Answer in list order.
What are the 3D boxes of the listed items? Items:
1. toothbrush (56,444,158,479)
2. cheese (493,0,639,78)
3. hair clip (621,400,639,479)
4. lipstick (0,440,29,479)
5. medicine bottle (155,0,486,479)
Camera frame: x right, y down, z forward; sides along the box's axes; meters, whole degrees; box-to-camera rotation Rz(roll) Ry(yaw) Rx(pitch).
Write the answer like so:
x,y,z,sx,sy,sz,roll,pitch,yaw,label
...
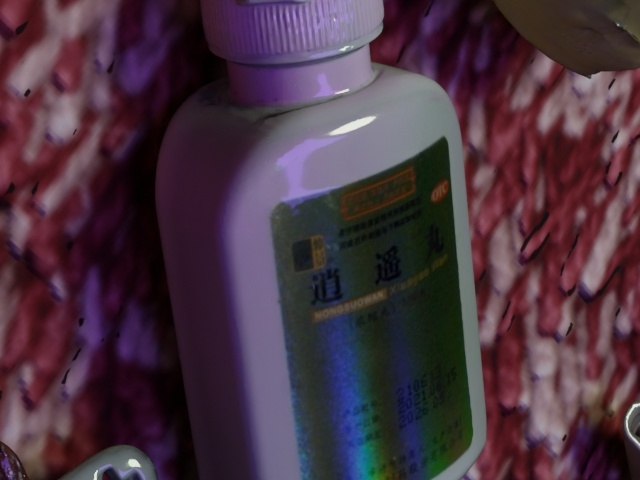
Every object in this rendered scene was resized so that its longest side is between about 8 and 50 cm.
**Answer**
x,y,z,sx,sy,sz,roll,pitch,yaw,label
-0.200,0.181,0.583,0.386,0.040,0.040,-35,124,-24,toothbrush
0.127,-0.240,0.690,0.259,0.128,0.316,-42,125,-21,cheese
0.195,0.145,0.930,0.226,0.072,0.034,45,68,-31,hair clip
-0.098,0.117,0.677,0.025,0.025,0.107,-34,119,-29,lipstick
0.000,0.000,0.688,0.115,0.078,0.219,-23,118,-33,medicine bottle
